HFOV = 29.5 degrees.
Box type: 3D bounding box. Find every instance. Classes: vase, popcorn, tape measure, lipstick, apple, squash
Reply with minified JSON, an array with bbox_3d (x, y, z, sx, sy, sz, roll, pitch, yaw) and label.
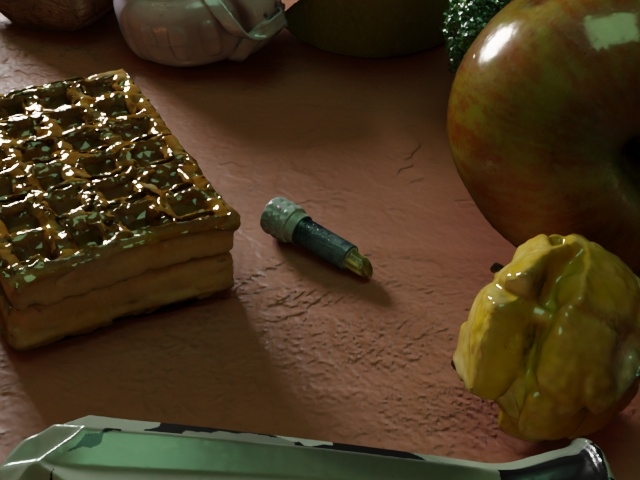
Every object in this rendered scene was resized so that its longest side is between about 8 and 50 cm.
[{"bbox_3d":[-0.008,0.183,0.729,0.360,0.165,0.165,0,36,-7],"label":"vase"},{"bbox_3d":[0.170,0.071,0.885,0.152,0.148,0.167,3,18,44],"label":"popcorn"},{"bbox_3d":[-0.137,-0.279,1.388,0.197,0.120,0.236,-12,40,3],"label":"tape measure"},{"bbox_3d":[0.000,0.000,1.073,0.116,0.037,0.037,29,45,30],"label":"lipstick"},{"bbox_3d":[0.235,-0.106,1.043,0.264,0.264,0.264,0,36,0],"label":"apple"},{"bbox_3d":[0.086,-0.296,1.384,0.237,0.155,0.204,-15,39,-15],"label":"squash"}]

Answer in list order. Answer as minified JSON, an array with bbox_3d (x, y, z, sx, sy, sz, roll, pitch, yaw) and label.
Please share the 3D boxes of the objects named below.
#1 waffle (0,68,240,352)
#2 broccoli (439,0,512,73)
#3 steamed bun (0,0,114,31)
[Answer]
[{"bbox_3d":[-0.219,-0.040,1.081,0.213,0.091,0.308,-16,39,-21],"label":"waffle"},{"bbox_3d":[0.245,-0.233,1.264,0.269,0.261,0.241,-19,1,-29],"label":"broccoli"},{"bbox_3d":[-0.318,-0.318,1.452,0.175,0.106,0.145,23,41,25],"label":"steamed bun"}]
